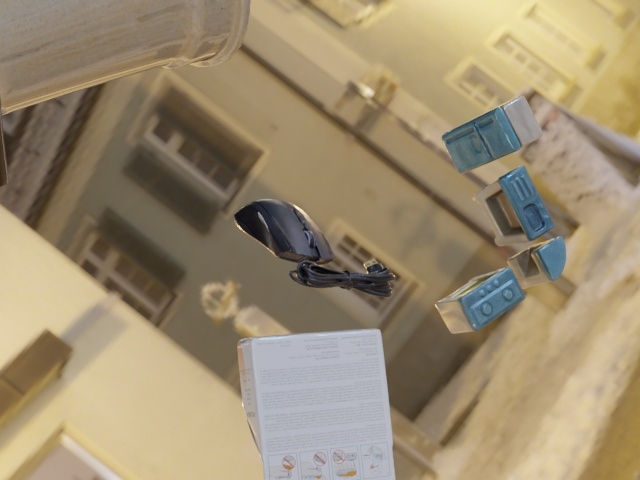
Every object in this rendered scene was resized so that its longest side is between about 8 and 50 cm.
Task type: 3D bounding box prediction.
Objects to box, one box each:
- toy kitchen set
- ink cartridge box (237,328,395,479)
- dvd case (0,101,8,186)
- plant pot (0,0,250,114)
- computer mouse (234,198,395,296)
[{"bbox_3d":[0.184,-0.026,1.424,0.166,0.207,0.122,-29,3,-29],"label":"toy kitchen set"},{"bbox_3d":[-0.001,0.180,1.254,0.145,0.179,0.045,-2,-6,-24],"label":"ink cartridge box"},{"bbox_3d":[-0.275,-0.184,0.961,0.029,0.238,0.179,-12,-24,-16],"label":"dvd case"},{"bbox_3d":[-0.302,-0.300,1.457,0.305,0.334,0.334,-30,-15,-29],"label":"plant pot"},{"bbox_3d":[0.000,0.000,1.788,0.262,0.184,0.060,42,116,55],"label":"computer mouse"}]
